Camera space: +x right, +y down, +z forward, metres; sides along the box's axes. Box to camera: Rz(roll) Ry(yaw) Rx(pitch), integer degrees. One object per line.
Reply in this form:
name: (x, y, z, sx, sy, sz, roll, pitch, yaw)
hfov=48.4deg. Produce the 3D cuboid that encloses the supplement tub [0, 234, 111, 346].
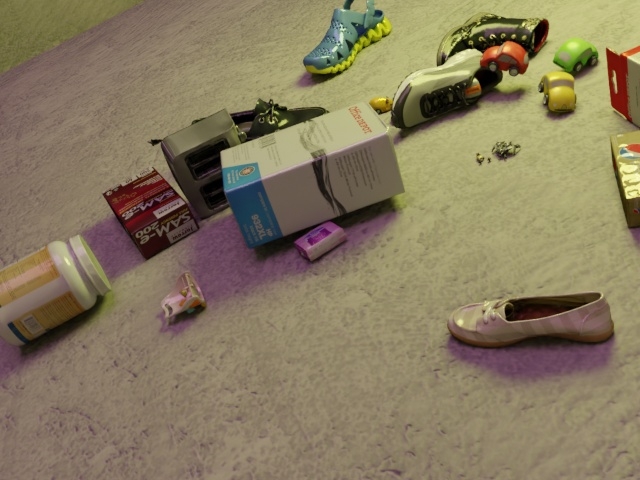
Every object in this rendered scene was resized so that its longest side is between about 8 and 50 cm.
supplement tub: (-0.507, 0.089, 1.317, 0.200, 0.144, 0.144, -29, 36, -12)

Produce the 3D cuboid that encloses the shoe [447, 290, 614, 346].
shoe: (0.278, 0.099, 0.965, 0.219, 0.058, 0.076, -4, 38, 23)

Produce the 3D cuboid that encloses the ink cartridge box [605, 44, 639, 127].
ink cartridge box: (0.582, -0.250, 1.203, 0.078, 0.134, 0.231, -23, 36, -1)

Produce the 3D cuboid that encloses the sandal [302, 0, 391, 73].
sandal: (0.058, -0.551, 1.880, 0.126, 0.138, 0.317, 15, 50, 38)

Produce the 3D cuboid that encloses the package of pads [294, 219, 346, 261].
package of pads: (0.000, 0.000, 1.265, 0.083, 0.032, 0.050, -33, 32, -17)

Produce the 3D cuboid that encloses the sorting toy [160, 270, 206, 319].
sorting toy: (-0.246, 0.106, 1.250, 0.075, 0.045, 0.083, -31, 36, -1)

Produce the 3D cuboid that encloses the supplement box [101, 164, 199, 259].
supplement box: (-0.364, -0.066, 1.510, 0.130, 0.073, 0.239, -32, 37, -15)

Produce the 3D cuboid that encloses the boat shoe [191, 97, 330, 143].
boat shoe: (-0.140, -0.267, 1.624, 0.340, 0.113, 0.127, -7, 37, 20)

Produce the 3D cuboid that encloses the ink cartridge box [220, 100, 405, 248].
ink cartridge box: (-0.021, -0.131, 1.343, 0.307, 0.129, 0.223, -20, 27, 0)

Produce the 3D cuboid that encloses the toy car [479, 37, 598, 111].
toy car: (0.478, -0.366, 1.447, 0.225, 0.053, 0.239, -27, 52, -22)

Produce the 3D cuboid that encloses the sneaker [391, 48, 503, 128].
sneaker: (0.263, -0.315, 1.492, 0.271, 0.100, 0.108, -32, 41, -15)

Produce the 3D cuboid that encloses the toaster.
toaster: (-0.232, -0.159, 1.481, 0.186, 0.168, 0.110, -27, 36, -9)

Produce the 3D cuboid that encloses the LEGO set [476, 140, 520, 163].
LEGO set: (0.329, -0.169, 1.324, 0.083, 0.023, 0.054, -26, 35, -6)

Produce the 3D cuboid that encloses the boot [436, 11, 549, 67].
boot: (0.387, -0.444, 1.609, 0.179, 0.085, 0.236, 18, 50, 39)

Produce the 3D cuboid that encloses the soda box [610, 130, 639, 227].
soda box: (0.497, -0.099, 1.114, 0.061, 0.058, 0.181, -8, 37, 19)

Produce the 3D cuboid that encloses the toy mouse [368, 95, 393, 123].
toy mouse: (0.138, -0.277, 1.562, 0.161, 0.031, 0.143, -9, 37, 18)
